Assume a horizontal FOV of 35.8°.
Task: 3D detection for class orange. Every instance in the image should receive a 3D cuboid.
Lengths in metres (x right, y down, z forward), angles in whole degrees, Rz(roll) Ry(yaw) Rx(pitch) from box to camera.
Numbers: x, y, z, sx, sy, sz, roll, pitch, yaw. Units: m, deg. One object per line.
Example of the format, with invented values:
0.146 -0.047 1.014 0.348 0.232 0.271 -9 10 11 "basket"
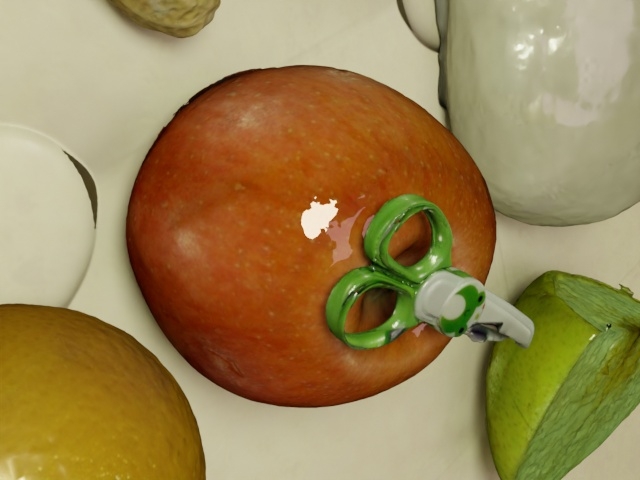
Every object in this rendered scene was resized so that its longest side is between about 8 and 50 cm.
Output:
-0.180 0.145 0.553 0.236 0.236 0.236 -14 110 -44 "orange"

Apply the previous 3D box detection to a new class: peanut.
-0.124 -0.193 0.629 0.174 0.080 0.080 35 74 -46 "peanut"

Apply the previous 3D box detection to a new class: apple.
0.000 0.000 0.719 0.272 0.206 0.252 33 79 -47 "apple"

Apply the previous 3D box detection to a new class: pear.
0.257 0.161 1.092 0.288 0.139 0.239 5 111 -51 "pear"

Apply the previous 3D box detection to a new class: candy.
0.281 -0.237 0.982 0.386 0.186 0.427 -27 114 -35 "candy"

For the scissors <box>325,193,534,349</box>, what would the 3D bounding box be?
0.086 0.039 0.656 0.204 0.027 0.101 23 100 -47 "scissors"
